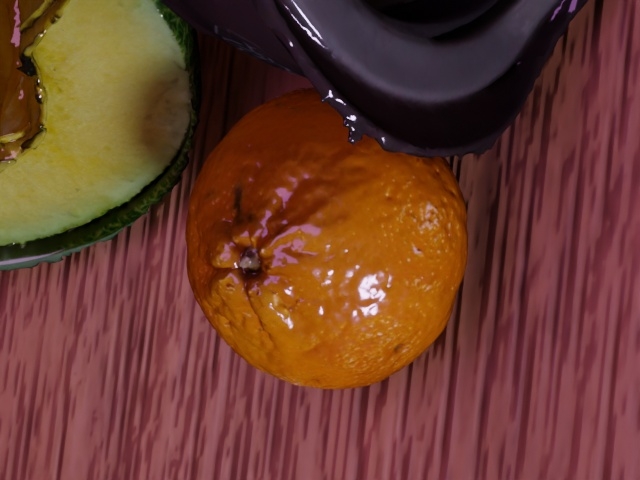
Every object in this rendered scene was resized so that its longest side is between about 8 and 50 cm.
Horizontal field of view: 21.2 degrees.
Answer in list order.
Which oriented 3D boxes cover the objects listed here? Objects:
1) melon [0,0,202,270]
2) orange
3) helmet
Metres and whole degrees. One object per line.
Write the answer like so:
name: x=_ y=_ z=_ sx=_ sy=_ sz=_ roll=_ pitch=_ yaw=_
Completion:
melon: x=-0.140 y=-0.100 z=0.863 sx=0.265 sy=0.129 sz=0.169 roll=-37 pitch=44 yaw=37
orange: x=0.001 y=-0.002 z=0.756 sx=0.136 sy=0.117 sz=0.135 roll=-5 pitch=79 yaw=24
helmet: x=-0.001 y=-0.183 z=0.725 sx=0.177 sy=0.225 sz=0.305 roll=6 pitch=75 yaw=42
